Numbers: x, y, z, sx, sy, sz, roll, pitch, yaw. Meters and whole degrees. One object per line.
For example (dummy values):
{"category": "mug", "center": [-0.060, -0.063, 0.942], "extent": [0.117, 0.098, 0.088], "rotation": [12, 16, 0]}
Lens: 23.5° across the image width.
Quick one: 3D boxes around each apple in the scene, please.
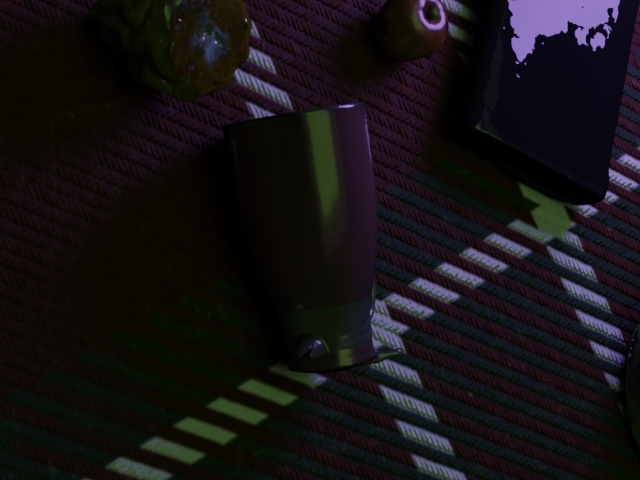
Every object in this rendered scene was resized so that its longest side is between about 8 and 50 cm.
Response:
{"category": "apple", "center": [0.100, -0.240, 1.712], "extent": [0.084, 0.071, 0.084], "rotation": [13, 71, -40]}

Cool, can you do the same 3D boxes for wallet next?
{"category": "wallet", "center": [0.285, -0.263, 1.848], "extent": [0.228, 0.062, 0.406], "rotation": [25, 66, -27]}

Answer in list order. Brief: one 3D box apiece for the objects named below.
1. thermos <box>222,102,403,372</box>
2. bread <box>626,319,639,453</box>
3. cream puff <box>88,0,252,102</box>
{"category": "thermos", "center": [0.000, 0.000, 1.563], "extent": [0.176, 0.146, 0.265], "rotation": [-18, 99, -60]}
{"category": "bread", "center": [0.490, 0.191, 1.899], "extent": [0.301, 0.045, 0.301], "rotation": [10, 73, -32]}
{"category": "cream puff", "center": [-0.149, -0.208, 1.521], "extent": [0.146, 0.116, 0.146], "rotation": [-16, 111, -49]}
